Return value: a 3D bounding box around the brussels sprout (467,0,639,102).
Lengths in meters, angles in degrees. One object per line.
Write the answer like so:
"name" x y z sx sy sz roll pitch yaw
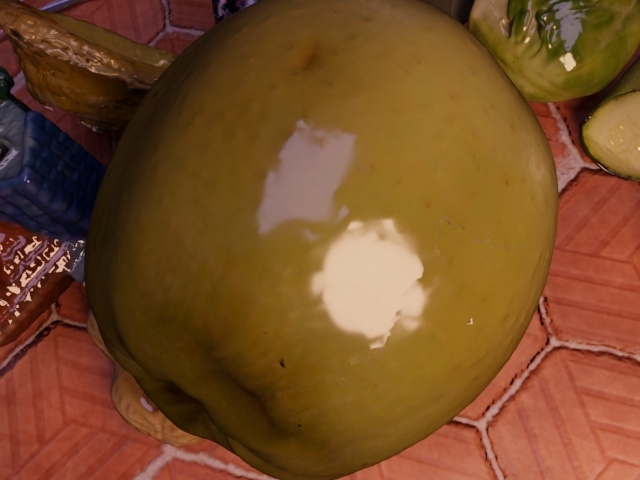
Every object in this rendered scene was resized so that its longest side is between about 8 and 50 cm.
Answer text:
"brussels sprout" 0.315 -0.283 0.838 0.223 0.161 0.223 -8 71 23

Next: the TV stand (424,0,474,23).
"TV stand" 0.149 -0.453 0.957 0.082 0.088 0.270 -34 69 -7

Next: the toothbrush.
"toothbrush" -0.496 -0.374 1.050 0.269 0.021 0.027 -23 74 -2

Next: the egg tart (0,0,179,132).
"egg tart" -0.303 -0.229 0.859 0.314 0.315 0.120 28 105 16

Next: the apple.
"apple" 0.000 0.000 0.623 0.472 0.474 0.474 -2 70 7

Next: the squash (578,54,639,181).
"squash" 0.475 -0.218 0.813 0.137 0.137 0.287 36 75 18

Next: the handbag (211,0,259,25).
"handbag" -0.063 -0.395 0.945 0.207 0.127 0.229 -2 69 0

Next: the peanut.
"peanut" -0.215 0.153 0.774 0.120 0.110 0.236 -46 69 4

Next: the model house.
"model house" -0.379 -0.006 0.744 0.329 0.252 0.295 35 78 31
